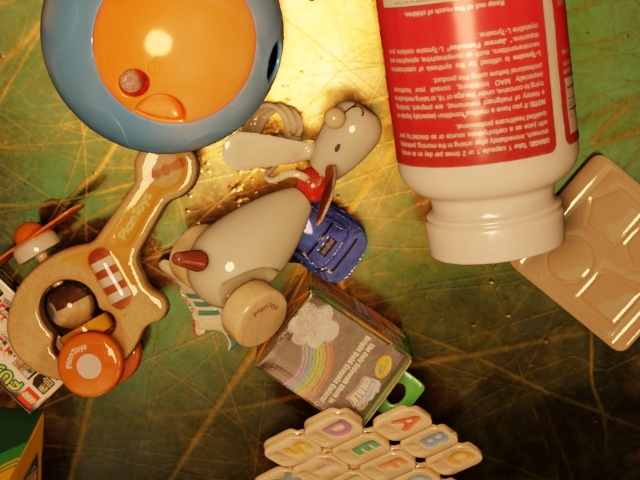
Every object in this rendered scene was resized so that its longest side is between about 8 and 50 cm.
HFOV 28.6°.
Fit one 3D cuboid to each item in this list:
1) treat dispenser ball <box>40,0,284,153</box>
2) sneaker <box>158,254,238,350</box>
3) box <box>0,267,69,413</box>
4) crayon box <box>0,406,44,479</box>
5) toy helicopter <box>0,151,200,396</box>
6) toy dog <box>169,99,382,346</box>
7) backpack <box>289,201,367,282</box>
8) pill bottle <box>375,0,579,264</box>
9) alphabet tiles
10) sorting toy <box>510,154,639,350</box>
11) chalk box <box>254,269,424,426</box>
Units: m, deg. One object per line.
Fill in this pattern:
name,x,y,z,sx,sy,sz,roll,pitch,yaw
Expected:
treat dispenser ball,-0.188,-0.246,1.497,0.288,0.288,0.288,0,103,-1
sneaker,-0.162,0.087,1.691,0.161,0.057,0.075,36,94,-11
box,-0.428,0.125,1.708,0.114,0.036,0.207,-42,100,8
crayon box,-0.447,0.441,1.637,0.106,0.313,0.362,6,102,-2
toy helicopter,-0.285,0.012,1.621,0.235,0.140,0.355,33,94,2
toy dog,-0.074,-0.043,1.531,0.220,0.161,0.333,15,80,29
backpack,0.000,0.000,1.652,0.120,0.101,0.098,37,100,-11
pill bottle,0.196,-0.188,1.546,0.229,0.229,0.407,-8,102,1
alphabet tiles,0.063,0.311,1.679,0.278,0.021,0.284,-30,131,27
sorting toy,0.390,0.017,1.696,0.208,0.038,0.193,39,99,-4
chalk box,0.035,0.157,1.674,0.213,0.132,0.132,35,99,-9
